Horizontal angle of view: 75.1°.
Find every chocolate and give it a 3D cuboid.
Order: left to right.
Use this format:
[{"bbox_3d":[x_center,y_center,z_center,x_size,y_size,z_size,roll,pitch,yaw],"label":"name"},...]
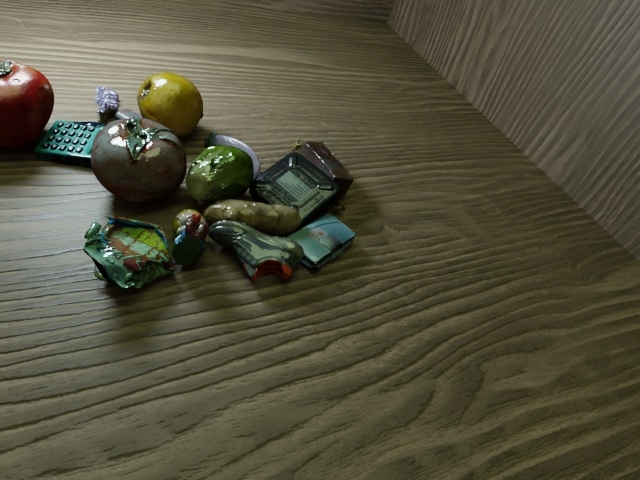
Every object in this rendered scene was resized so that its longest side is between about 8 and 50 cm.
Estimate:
[{"bbox_3d":[0.014,-0.328,1.845,0.112,0.112,0.321,2,41,-37],"label":"chocolate"}]

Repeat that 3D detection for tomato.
[{"bbox_3d":[-1.145,-0.491,1.505,0.293,0.290,0.325,4,44,-18],"label":"tomato"},{"bbox_3d":[-0.641,-0.287,1.482,0.316,0.282,0.317,12,44,-12],"label":"tomato"}]

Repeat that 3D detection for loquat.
[{"bbox_3d":[-0.634,-0.579,1.790,0.275,0.275,0.275,10,45,-10],"label":"loquat"}]

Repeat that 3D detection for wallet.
[{"bbox_3d":[0.000,0.000,1.568,0.176,0.075,0.250,40,47,21],"label":"wallet"}]

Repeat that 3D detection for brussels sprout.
[{"bbox_3d":[-0.384,-0.243,1.565,0.219,0.210,0.271,11,29,26],"label":"brussels sprout"}]

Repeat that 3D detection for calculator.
[{"bbox_3d":[-0.946,-0.391,1.642,0.274,0.058,0.248,7,44,-11],"label":"calculator"}]

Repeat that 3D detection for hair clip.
[{"bbox_3d":[-0.957,-0.617,1.858,0.106,0.084,0.292,14,36,-32],"label":"hair clip"},{"bbox_3d":[-0.364,-0.369,1.785,0.110,0.095,0.358,-44,59,-11],"label":"hair clip"}]

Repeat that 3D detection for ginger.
[{"bbox_3d":[-0.247,-0.085,1.513,0.354,0.190,0.126,2,89,-13],"label":"ginger"}]

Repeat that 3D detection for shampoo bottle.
[{"bbox_3d":[-0.817,-0.530,1.835,0.165,0.040,0.080,30,43,12],"label":"shampoo bottle"}]

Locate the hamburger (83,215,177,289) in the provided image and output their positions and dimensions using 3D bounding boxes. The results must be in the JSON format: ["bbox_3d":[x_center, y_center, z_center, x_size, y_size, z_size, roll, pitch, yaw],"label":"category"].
[{"bbox_3d":[-0.602,0.049,1.280,0.260,0.150,0.276,53,27,10],"label":"hamburger"}]

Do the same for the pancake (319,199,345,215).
[{"bbox_3d":[-0.040,-0.192,1.754,0.257,0.056,0.212,-1,51,-19],"label":"pancake"}]

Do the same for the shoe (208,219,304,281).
[{"bbox_3d":[-0.234,0.056,1.412,0.336,0.132,0.171,18,55,-2],"label":"shoe"}]

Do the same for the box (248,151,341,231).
[{"bbox_3d":[-0.103,-0.204,1.672,0.290,0.073,0.289,41,66,18],"label":"box"}]

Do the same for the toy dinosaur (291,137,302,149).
[{"bbox_3d":[-0.107,-0.469,2.028,0.041,0.026,0.113,16,50,21],"label":"toy dinosaur"}]

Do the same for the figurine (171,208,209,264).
[{"bbox_3d":[-0.429,-0.048,1.387,0.127,0.185,0.234,18,39,-15],"label":"figurine"}]
